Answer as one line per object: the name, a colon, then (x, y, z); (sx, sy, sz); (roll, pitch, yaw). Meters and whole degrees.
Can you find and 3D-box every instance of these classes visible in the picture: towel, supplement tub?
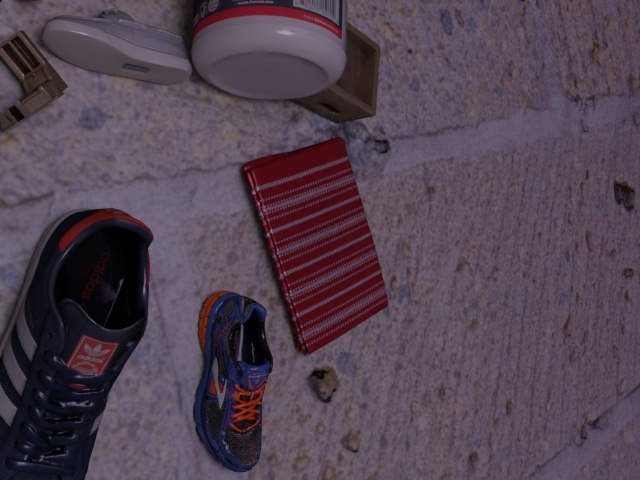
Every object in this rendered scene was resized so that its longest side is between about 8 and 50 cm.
towel: (0.000, 0.000, 1.004); (0.199, 0.031, 0.274); (-25, 103, -43)
supplement tub: (-0.061, -0.332, 0.884); (0.191, 0.191, 0.272); (10, 76, -40)

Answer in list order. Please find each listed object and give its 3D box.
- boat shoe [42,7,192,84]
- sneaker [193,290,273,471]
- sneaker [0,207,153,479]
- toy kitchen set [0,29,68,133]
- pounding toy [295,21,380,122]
boat shoe: (-0.229, -0.232, 0.812); (0.184, 0.066, 0.063); (3, 72, -40)
sneaker: (-0.100, 0.170, 0.854); (0.083, 0.087, 0.221); (-3, 86, -41)
sneaker: (-0.247, 0.128, 0.689); (0.131, 0.148, 0.349); (19, 73, -38)
toy kitchen set: (-0.317, -0.162, 0.725); (0.068, 0.083, 0.075); (-33, 111, 5)
pounding toy: (0.004, -0.254, 1.010); (0.141, 0.100, 0.130); (18, 73, -50)
